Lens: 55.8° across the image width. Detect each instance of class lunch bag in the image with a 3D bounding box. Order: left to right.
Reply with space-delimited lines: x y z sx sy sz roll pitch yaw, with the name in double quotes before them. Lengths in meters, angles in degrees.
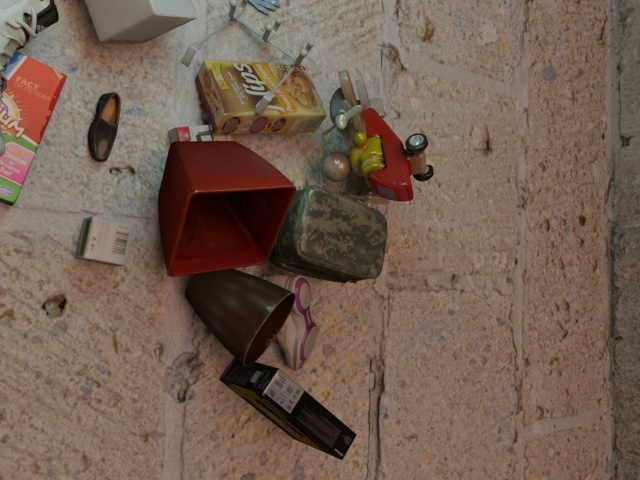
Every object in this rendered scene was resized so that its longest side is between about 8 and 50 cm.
"lunch bag" 0.000 0.000 1.656 0.305 0.256 0.212 17 75 -31

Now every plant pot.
"plant pot" -0.259 -0.100 1.465 0.267 0.267 0.235 -8 49 -34
"plant pot" -0.218 0.163 1.518 0.230 0.215 0.215 31 66 13

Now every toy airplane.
"toy airplane" 0.117 -0.273 1.730 0.272 0.384 0.386 -29 96 -2

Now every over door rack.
"over door rack" -0.168 -0.499 1.566 0.239 0.108 0.324 34 49 -7

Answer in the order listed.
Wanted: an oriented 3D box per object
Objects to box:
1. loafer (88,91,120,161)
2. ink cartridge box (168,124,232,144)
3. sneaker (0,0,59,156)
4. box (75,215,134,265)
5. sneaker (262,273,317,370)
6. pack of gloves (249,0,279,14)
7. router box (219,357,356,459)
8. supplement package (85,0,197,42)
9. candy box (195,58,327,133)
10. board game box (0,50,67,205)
"loafer" -0.511 -0.272 1.436 0.062 0.061 0.170 8 84 -35
"ink cartridge box" -0.306 -0.243 1.573 0.150 0.063 0.109 -13 95 -34
"sneaker" -0.638 -0.391 1.212 0.257 0.169 0.447 -17 95 -32
"box" -0.504 0.003 1.414 0.102 0.087 0.101 14 80 -32
"sneaker" -0.093 0.221 1.683 0.114 0.152 0.305 -42 135 -54
"pack of gloves" -0.189 -0.760 1.685 0.232 0.046 0.195 19 77 -32
"router box" -0.088 0.436 1.585 0.309 0.243 0.081 46 65 -23
"supplement package" -0.444 -0.629 1.396 0.175 0.178 0.293 -37 111 -62
"candy box" -0.156 -0.384 1.628 0.316 0.087 0.183 -8 65 -35
"board game box" -0.721 -0.265 1.292 0.242 0.064 0.316 23 75 -31
